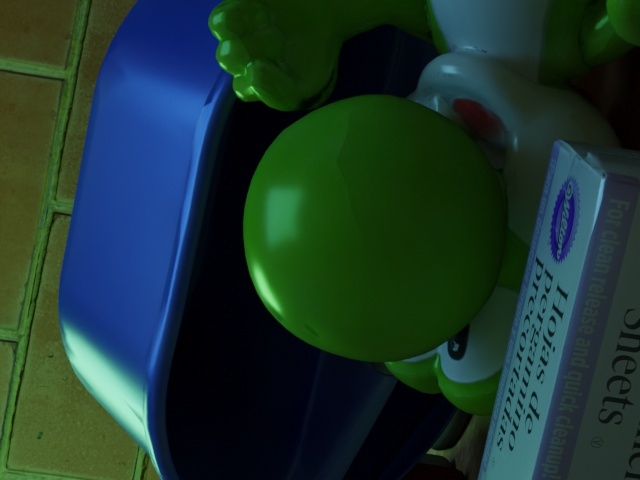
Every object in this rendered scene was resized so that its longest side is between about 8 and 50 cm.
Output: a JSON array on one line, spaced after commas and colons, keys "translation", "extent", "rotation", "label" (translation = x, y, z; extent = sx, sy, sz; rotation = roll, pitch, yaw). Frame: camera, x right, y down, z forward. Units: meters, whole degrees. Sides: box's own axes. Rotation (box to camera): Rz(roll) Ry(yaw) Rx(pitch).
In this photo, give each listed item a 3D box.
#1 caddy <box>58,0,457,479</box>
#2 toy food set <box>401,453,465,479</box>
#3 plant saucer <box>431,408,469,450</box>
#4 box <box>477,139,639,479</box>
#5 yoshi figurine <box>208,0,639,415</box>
[{"translation": [0.000, 0.000, 0.665], "extent": [0.179, 0.241, 0.341], "rotation": [29, 112, 46], "label": "caddy"}, {"translation": [0.033, 0.203, 0.762], "extent": [0.232, 0.104, 0.111], "rotation": [-87, 7, -60], "label": "toy food set"}, {"translation": [0.091, 0.014, 0.872], "extent": [0.278, 0.041, 0.278], "rotation": [-171, 90, -86], "label": "plant saucer"}, {"translation": [0.086, 0.129, 0.427], "extent": [0.063, 0.067, 0.324], "rotation": [-101, 21, -74], "label": "box"}, {"translation": [0.059, -0.097, 0.485], "extent": [0.203, 0.203, 0.362], "rotation": [-128, 44, -76], "label": "yoshi figurine"}]
